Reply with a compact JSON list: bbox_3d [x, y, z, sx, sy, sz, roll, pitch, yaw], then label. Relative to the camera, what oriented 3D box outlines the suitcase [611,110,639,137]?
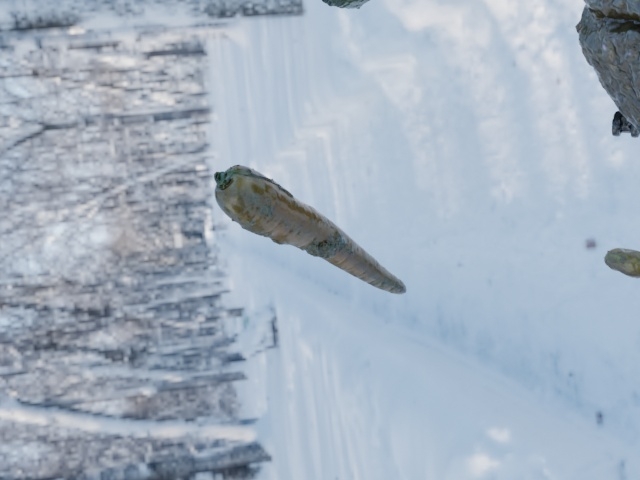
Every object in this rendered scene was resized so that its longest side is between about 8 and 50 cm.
[{"bbox_3d":[0.416,-0.244,1.059,0.312,0.202,0.128,-69,-29,-26],"label":"suitcase"}]

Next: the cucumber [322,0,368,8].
[{"bbox_3d":[0.064,-0.269,0.937,0.187,0.058,0.058,-24,69,57],"label":"cucumber"}]

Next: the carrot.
[{"bbox_3d":[0.000,0.000,0.899,0.254,0.049,0.049,30,-142,-41],"label":"carrot"}]

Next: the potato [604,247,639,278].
[{"bbox_3d":[0.488,0.035,1.588,0.046,0.092,0.045,-27,-50,-62],"label":"potato"}]

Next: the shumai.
[{"bbox_3d":[0.302,-0.163,0.733,0.206,0.175,0.166,13,130,63],"label":"shumai"}]
